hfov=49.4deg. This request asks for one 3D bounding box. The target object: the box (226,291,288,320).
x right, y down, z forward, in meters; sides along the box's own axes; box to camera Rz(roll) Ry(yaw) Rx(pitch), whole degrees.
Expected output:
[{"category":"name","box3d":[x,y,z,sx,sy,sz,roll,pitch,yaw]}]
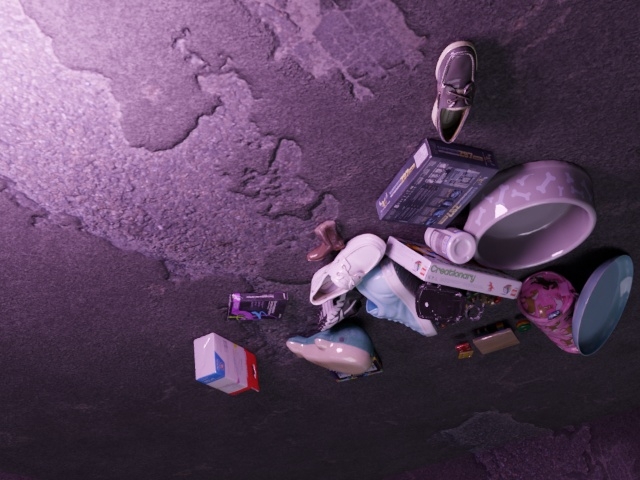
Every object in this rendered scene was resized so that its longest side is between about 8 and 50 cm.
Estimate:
[{"category":"box","box3d":[-0.179,0.186,1.955,0.162,0.029,0.116,-2,147,-14]}]

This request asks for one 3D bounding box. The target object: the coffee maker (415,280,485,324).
[{"category":"coffee maker","box3d":[0.345,0.155,1.849,0.171,0.178,0.120,30,109,9]}]

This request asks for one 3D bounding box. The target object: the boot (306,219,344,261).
[{"category":"boot","box3d":[0.000,0.000,1.706,0.106,0.037,0.114,-27,149,3]}]

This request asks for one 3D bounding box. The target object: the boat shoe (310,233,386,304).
[{"category":"boat shoe","box3d":[0.067,0.087,1.780,0.098,0.096,0.277,35,132,-12]}]

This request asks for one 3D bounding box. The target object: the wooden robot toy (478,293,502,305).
[{"category":"wooden robot toy","box3d":[0.527,0.141,2.033,0.079,0.076,0.173,-13,149,-15]}]

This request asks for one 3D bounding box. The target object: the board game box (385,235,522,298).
[{"category":"board game box","box3d":[0.336,0.069,1.768,0.305,0.193,0.053,12,104,-30]}]

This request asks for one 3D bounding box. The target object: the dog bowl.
[{"category":"dog bowl","box3d":[0.508,-0.047,1.706,0.348,0.102,0.349,-7,147,-5]}]

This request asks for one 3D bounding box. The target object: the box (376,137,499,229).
[{"category":"box","box3d":[0.259,-0.121,1.567,0.183,0.059,0.233,8,143,-24]}]

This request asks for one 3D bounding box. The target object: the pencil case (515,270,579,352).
[{"category":"pencil case","box3d":[0.741,0.228,2.139,0.160,0.167,0.386,-52,138,2]}]

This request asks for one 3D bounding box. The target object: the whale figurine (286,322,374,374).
[{"category":"whale figurine","box3d":[0.036,0.322,2.156,0.271,0.141,0.216,4,154,27]}]

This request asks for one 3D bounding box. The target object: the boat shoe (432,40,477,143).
[{"category":"boat shoe","box3d":[0.258,-0.274,1.317,0.080,0.074,0.224,-7,147,-4]}]

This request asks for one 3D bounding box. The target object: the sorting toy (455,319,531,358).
[{"category":"sorting toy","box3d":[0.581,0.329,2.350,0.274,0.046,0.132,-22,145,18]}]

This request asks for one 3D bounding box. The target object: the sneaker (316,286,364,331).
[{"category":"sneaker","box3d":[0.061,0.197,1.987,0.106,0.078,0.234,6,142,-18]}]

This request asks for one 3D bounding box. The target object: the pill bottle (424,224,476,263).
[{"category":"pill bottle","box3d":[0.313,0.004,1.694,0.078,0.137,0.078,-5,105,-17]}]

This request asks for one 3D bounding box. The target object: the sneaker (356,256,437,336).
[{"category":"sneaker","box3d":[0.209,0.170,1.945,0.150,0.135,0.366,-21,135,19]}]

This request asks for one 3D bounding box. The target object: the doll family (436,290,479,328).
[{"category":"doll family","box3d":[0.395,0.208,2.100,0.192,0.076,0.111,-22,150,28]}]

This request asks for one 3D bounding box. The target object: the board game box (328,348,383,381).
[{"category":"board game box","box3d":[0.117,0.423,2.377,0.170,0.048,0.141,-15,145,9]}]

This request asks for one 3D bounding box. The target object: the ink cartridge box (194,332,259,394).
[{"category":"ink cartridge box","box3d":[-0.286,0.388,2.141,0.078,0.134,0.231,-24,144,20]}]

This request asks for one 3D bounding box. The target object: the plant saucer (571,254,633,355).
[{"category":"plant saucer","box3d":[0.820,0.185,2.039,0.317,0.043,0.318,-23,124,-39]}]
